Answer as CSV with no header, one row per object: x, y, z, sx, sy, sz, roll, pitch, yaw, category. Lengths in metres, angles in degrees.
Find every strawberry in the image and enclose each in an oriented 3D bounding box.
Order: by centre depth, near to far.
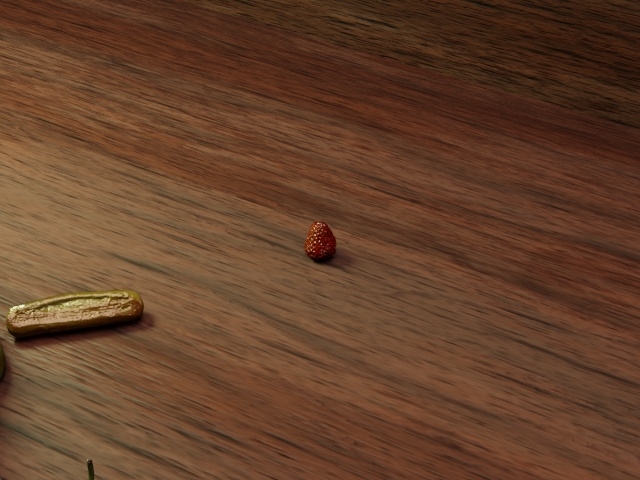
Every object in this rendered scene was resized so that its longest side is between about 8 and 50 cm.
0.000,0.000,1.266,0.073,0.083,0.073,1,41,-1,strawberry

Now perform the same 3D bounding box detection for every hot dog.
-0.412,0.120,1.019,0.216,0.047,0.066,-8,77,-23,hot dog

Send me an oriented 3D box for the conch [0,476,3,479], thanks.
-0.424,0.322,0.726,0.170,0.079,0.106,39,48,11,conch

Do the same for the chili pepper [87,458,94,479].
-0.274,0.372,0.695,0.072,0.073,0.204,21,45,-16,chili pepper

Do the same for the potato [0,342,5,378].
-0.582,0.188,0.830,0.160,0.111,0.272,32,40,29,potato
